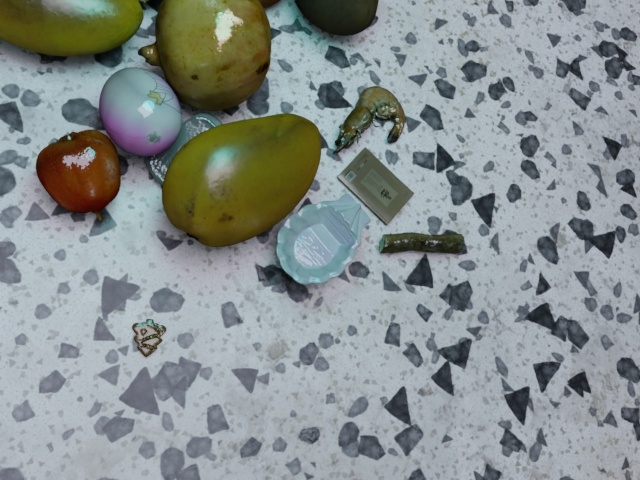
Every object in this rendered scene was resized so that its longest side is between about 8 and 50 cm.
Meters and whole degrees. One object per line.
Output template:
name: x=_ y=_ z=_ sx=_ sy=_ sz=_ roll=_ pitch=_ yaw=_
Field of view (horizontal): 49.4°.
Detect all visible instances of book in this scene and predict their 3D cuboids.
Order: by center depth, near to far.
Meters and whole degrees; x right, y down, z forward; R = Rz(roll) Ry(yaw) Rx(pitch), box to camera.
book: x=0.158 y=-0.156 z=1.981 sx=0.198 sy=0.016 sz=0.138 roll=44 pitch=66 yaw=-3

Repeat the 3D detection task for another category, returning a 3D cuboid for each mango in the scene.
mango: x=-0.660 y=-0.605 z=1.708 sx=0.445 sy=0.220 sz=0.301 roll=12 pitch=80 yaw=-19
mango: x=-0.182 y=-0.161 z=1.728 sx=0.445 sy=0.232 sz=0.300 roll=-34 pitch=127 yaw=-26

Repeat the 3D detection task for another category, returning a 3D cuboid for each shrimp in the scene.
shrimp: x=0.147 y=-0.321 z=2.006 sx=0.169 sy=0.058 sz=0.296 roll=38 pitch=63 yaw=-8

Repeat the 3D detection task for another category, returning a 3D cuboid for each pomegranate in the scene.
pomegranate: x=-0.290 y=-0.490 z=1.765 sx=0.342 sy=0.342 sz=0.343 roll=5 pitch=74 yaw=-18

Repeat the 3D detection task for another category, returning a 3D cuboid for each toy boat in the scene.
toy boat: x=0.000 y=0.000 z=1.838 sx=0.290 sy=0.100 sz=0.199 roll=-39 pitch=91 yaw=-23

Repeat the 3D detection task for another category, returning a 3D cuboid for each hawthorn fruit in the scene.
hawthorn fruit: x=-0.562 y=-0.144 z=1.656 sx=0.196 sy=0.196 sz=0.226 roll=-24 pitch=109 yaw=-23

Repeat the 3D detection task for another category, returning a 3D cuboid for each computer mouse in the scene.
computer mouse: x=-0.342 y=-0.232 z=1.800 sx=0.231 sy=0.079 sz=0.128 roll=-42 pitch=92 yaw=-8

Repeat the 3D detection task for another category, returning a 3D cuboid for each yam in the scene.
yam: x=0.284 y=0.006 z=1.958 sx=0.252 sy=0.061 sz=0.061 roll=0 pitch=75 yaw=-19

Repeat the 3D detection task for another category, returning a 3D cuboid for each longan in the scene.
longan: x=0.043 y=-0.726 z=1.986 sx=0.243 sy=0.300 sz=0.300 roll=-16 pitch=78 yaw=19

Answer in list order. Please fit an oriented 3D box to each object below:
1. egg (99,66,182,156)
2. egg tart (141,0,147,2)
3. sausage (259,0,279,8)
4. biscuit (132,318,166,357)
egg: x=-0.441 y=-0.322 z=1.707 sx=0.196 sy=0.196 sz=0.271 roll=4 pitch=39 yaw=-18
egg tart: x=-0.481 y=-0.754 z=1.872 sx=0.290 sy=0.115 sz=0.290 roll=6 pitch=71 yaw=-18
sausage: x=-0.211 y=-0.699 z=1.943 sx=0.258 sy=0.133 sz=0.133 roll=-20 pitch=82 yaw=-20
biscuit: x=-0.415 y=0.234 z=1.674 sx=0.082 sy=0.016 sz=0.092 roll=11 pitch=70 yaw=-17
